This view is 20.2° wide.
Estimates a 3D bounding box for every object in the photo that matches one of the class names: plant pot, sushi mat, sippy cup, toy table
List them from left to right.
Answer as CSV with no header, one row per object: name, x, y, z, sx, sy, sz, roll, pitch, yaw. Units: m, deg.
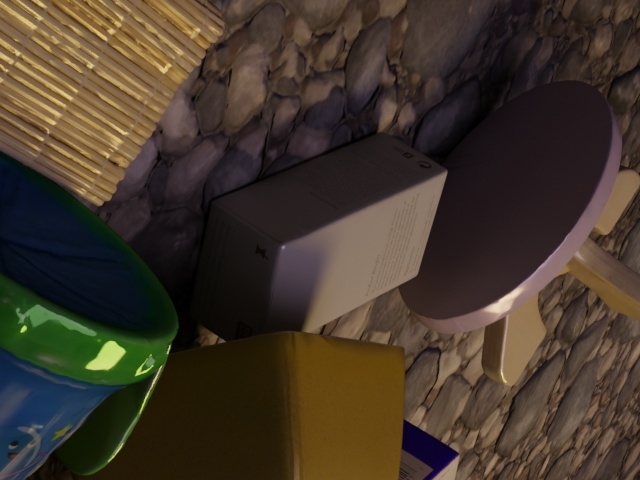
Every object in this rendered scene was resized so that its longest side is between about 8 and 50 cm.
sippy cup,-0.239,0.070,1.033,0.224,0.305,0.240,-53,-164,10
sushi mat,-0.160,-0.125,1.007,0.151,0.019,0.316,-57,153,-1
plant pot,-0.057,0.185,1.368,0.212,0.212,0.187,13,67,-63
toy table,0.203,0.000,1.705,0.274,0.252,0.161,-47,135,-6

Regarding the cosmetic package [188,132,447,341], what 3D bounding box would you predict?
cosmetic package,0.000,0.000,1.499,0.231,0.085,0.117,-22,136,-47

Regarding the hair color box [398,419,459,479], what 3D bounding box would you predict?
hair color box,0.034,0.364,1.902,0.185,0.110,0.339,-35,143,-40
